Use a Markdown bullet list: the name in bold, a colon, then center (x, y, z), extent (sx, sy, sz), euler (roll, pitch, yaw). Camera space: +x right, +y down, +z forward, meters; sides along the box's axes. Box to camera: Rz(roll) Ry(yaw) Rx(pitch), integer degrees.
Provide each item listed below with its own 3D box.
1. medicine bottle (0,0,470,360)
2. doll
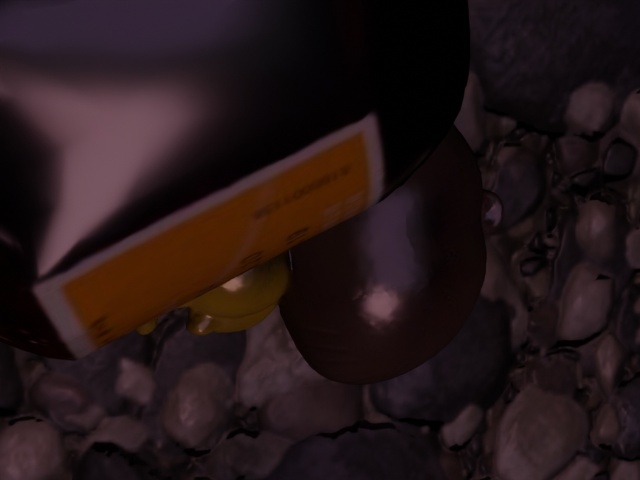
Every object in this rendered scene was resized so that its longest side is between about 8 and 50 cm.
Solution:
- **medicine bottle**: center (-0.166, -0.056, 0.528), extent (0.395, 0.242, 0.242), euler (-23, 110, -12)
- **doll**: center (-0.002, -0.009, 0.699), extent (0.188, 0.096, 0.145), euler (16, 88, -18)
